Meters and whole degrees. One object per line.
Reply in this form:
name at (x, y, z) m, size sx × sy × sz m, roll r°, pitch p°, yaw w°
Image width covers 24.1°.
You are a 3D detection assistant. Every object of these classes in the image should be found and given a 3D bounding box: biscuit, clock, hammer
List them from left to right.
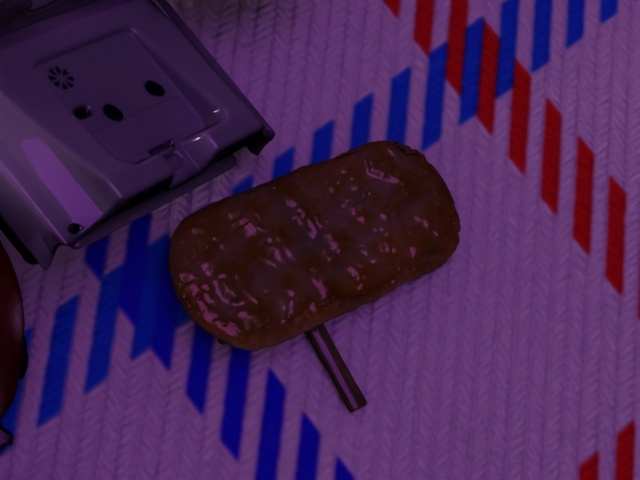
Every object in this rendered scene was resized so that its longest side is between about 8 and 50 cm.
clock at (-0.160, -0.103, 1.066) m, size 0.186 × 0.083 × 0.253 m, roll 50°, pitch 41°, yaw 5°
hammer at (-0.017, 0.049, 1.133) m, size 0.062 × 0.017 × 0.182 m, roll -25°, pitch 81°, yaw -19°
biscuit at (0.000, 0.000, 1.128) m, size 0.247 × 0.029 × 0.118 m, roll -24°, pitch 82°, yaw -27°

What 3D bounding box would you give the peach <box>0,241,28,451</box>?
peach at (-0.353, 0.010, 0.966) m, size 0.257 × 0.201 × 0.362 m, roll -37°, pitch 84°, yaw -20°
